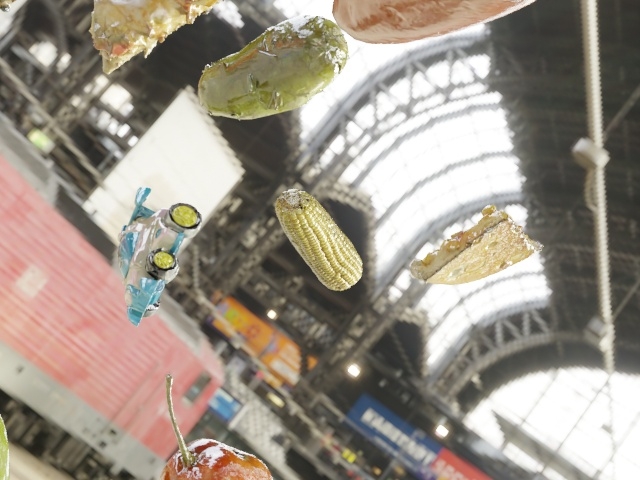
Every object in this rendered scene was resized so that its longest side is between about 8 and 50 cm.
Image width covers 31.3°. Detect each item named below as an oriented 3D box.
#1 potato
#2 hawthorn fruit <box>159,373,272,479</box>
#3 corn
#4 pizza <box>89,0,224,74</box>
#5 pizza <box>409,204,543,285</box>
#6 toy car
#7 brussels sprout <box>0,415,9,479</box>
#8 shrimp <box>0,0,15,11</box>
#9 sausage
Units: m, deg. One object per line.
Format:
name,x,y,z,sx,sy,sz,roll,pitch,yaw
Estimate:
potato,-0.065,-0.232,1.570,0.090,0.226,0.117,33,37,-66
hawthorn fruit,-0.175,0.322,1.626,0.165,0.165,0.285,25,-32,50
corn,0.000,0.000,1.756,0.080,0.080,0.231,30,-16,36
pizza,-0.258,-0.409,1.655,0.251,0.288,0.074,54,0,5
pizza,0.188,0.004,1.341,0.131,0.178,0.041,92,-24,-56
toy car,-0.230,0.022,1.472,0.098,0.161,0.126,27,-44,-2
brussels sprout,-0.580,0.336,1.636,0.247,0.328,0.328,-1,22,-46
shrimp,-0.476,-0.474,1.855,0.145,0.254,0.059,53,0,21
sausage,0.105,-0.251,1.118,0.113,0.113,0.259,45,-23,-25
